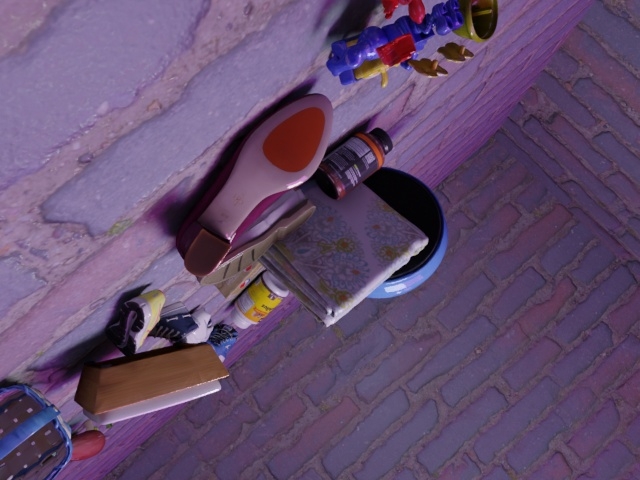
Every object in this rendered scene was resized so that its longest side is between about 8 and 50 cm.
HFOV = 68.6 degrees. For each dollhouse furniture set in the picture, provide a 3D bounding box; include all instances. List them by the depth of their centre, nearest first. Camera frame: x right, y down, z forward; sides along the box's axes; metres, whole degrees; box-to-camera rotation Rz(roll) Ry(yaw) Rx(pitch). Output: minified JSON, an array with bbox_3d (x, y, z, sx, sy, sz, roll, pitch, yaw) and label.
[{"bbox_3d":[-0.783,0.625,1.565,0.152,0.058,0.076,-18,171,-16],"label":"dollhouse furniture set"}]

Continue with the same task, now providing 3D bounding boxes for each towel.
[{"bbox_3d":[0.034,-0.005,1.143,0.374,0.320,0.090,-35,160,-32],"label":"towel"}]

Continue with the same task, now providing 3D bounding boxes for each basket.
[{"bbox_3d":[-0.573,0.380,0.822,0.255,0.201,0.289,-38,179,-16],"label":"basket"}]

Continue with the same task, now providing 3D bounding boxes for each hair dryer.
[{"bbox_3d":[-0.758,0.668,1.416,0.224,0.080,0.293,-36,166,-45],"label":"hair dryer"}]

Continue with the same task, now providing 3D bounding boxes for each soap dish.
[{"bbox_3d":[-0.394,0.315,1.082,0.291,0.118,0.229,-7,175,-37],"label":"soap dish"}]

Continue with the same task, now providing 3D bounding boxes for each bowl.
[{"bbox_3d":[0.153,-0.037,1.287,0.391,0.391,0.077,-39,156,-14],"label":"bowl"}]

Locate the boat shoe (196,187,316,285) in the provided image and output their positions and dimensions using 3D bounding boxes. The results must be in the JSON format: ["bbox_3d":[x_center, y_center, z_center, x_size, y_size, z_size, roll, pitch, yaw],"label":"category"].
[{"bbox_3d":[-0.152,-0.020,0.991,0.302,0.103,0.113,-37,168,-30],"label":"boat shoe"}]

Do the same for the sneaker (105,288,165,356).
[{"bbox_3d":[-0.390,0.177,1.014,0.208,0.081,0.094,-44,-178,38],"label":"sneaker"}]

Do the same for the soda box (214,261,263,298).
[{"bbox_3d":[-0.213,0.080,1.301,0.181,0.061,0.058,-46,169,20],"label":"soda box"}]

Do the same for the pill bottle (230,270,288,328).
[{"bbox_3d":[-0.222,0.215,1.669,0.215,0.117,0.117,-45,169,16],"label":"pill bottle"}]

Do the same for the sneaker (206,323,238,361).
[{"bbox_3d":[-0.396,0.374,1.758,0.147,0.130,0.330,-55,175,-9],"label":"sneaker"}]

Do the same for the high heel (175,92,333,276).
[{"bbox_3d":[-0.129,-0.111,0.839,0.377,0.127,0.181,-48,-157,-2],"label":"high heel"}]

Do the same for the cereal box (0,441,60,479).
[{"bbox_3d":[-0.879,0.676,1.349,0.173,0.047,0.240,-48,168,24],"label":"cereal box"}]

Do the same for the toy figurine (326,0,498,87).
[{"bbox_3d":[0.106,-0.333,0.715,0.217,0.191,0.362,-10,-157,43],"label":"toy figurine"}]

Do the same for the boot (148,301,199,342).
[{"bbox_3d":[-0.387,0.218,1.162,0.069,0.086,0.190,-48,168,30],"label":"boot"}]

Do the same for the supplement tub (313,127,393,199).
[{"bbox_3d":[0.083,-0.193,1.143,0.198,0.106,0.106,-38,169,-16],"label":"supplement tub"}]

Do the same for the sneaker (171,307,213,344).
[{"bbox_3d":[-0.390,0.304,1.468,0.129,0.111,0.297,-43,172,-29],"label":"sneaker"}]
